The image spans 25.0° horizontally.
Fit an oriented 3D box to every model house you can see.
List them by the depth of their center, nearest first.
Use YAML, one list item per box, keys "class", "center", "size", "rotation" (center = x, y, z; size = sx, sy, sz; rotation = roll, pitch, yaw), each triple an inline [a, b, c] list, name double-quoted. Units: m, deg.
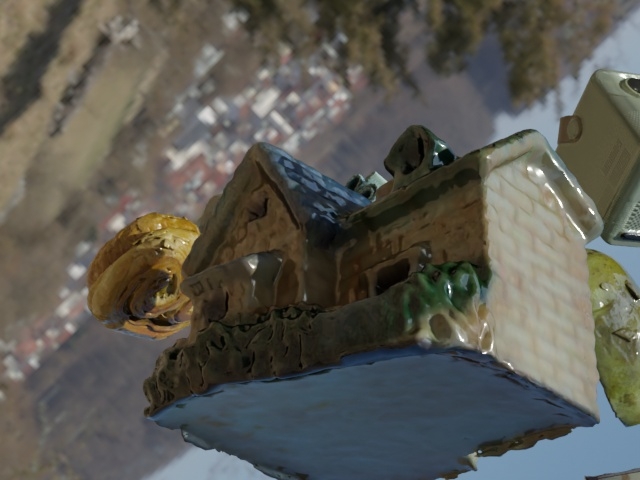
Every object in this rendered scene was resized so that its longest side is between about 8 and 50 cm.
- class: "model house"
  center: [0.071, 0.042, 1.701]
  size: [0.445, 0.395, 0.400]
  rotation: [-23, -130, 40]

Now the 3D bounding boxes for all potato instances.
- class: "potato"
  center: [0.421, 0.123, 2.022]
  size: [0.111, 0.272, 0.160]
  rotation: [-23, 180, 12]

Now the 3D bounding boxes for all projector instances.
- class: "projector"
  center: [0.453, -0.125, 2.094]
  size: [0.242, 0.163, 0.177]
  rotation: [-112, -144, -49]

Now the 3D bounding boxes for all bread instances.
- class: "bread"
  center: [-0.243, 0.059, 2.144]
  size: [0.198, 0.120, 0.236]
  rotation: [-41, 152, 13]

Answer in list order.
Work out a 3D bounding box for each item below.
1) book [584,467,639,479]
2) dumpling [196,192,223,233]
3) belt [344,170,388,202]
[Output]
- class: "book"
  center: [0.471, 0.350, 1.859]
  size: [0.231, 0.026, 0.157]
  rotation: [-10, -131, 2]
- class: "dumpling"
  center: [-0.139, -0.004, 2.359]
  size: [0.127, 0.188, 0.108]
  rotation: [4, -160, 16]
- class: "belt"
  center: [0.000, 0.000, 2.452]
  size: [0.302, 0.072, 0.087]
  rotation: [-44, -136, 6]
